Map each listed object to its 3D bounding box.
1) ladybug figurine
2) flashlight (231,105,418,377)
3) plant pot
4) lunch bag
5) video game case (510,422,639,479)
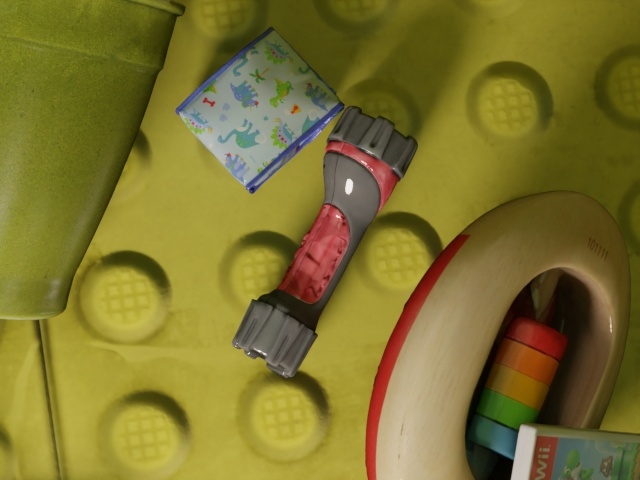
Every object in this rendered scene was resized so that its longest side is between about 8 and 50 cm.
[{"bbox_3d":[0.179,0.151,1.638,0.305,0.162,0.449,34,78,-39],"label":"ladybug figurine"},{"bbox_3d":[0.000,0.000,1.696,0.103,0.103,0.304,30,80,-5],"label":"flashlight"},{"bbox_3d":[-0.355,-0.109,1.570,0.366,0.366,0.353,11,94,-5],"label":"plant pot"},{"bbox_3d":[-0.068,-0.149,1.710,0.151,0.096,0.129,-43,89,1],"label":"lunch bag"},{"bbox_3d":[0.305,0.310,1.644,0.285,0.025,0.204,10,89,-40],"label":"video game case"}]
